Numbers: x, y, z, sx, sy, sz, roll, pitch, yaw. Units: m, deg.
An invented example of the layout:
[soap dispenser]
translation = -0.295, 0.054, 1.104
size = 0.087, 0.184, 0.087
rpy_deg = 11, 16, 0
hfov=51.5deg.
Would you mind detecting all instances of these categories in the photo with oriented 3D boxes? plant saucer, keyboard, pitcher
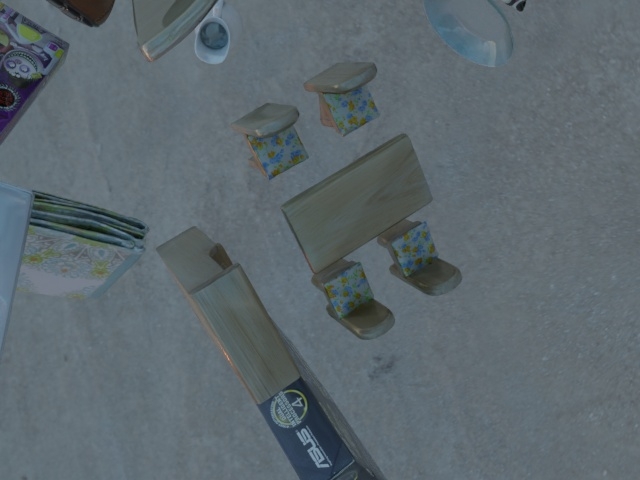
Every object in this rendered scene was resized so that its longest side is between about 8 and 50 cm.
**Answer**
[plant saucer]
translation = 0.266, -0.387, 1.159
size = 0.195, 0.195, 0.037
rpy_deg = 35, 80, 27
[keyboard]
translation = -0.309, 0.045, 0.586
size = 0.014, 0.072, 0.256
rpy_deg = -98, 30, -50
[pitcher]
translation = -0.258, -0.563, 1.690
size = 0.125, 0.207, 0.178
rpy_deg = 13, 119, -9

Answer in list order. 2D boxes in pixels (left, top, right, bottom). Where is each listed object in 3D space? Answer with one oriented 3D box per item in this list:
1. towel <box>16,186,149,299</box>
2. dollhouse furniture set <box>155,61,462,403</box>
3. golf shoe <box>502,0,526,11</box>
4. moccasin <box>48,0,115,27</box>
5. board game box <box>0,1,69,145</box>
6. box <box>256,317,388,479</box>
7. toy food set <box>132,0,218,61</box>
[towel]
translation = -0.593, 0.022, 1.469
size = 0.374, 0.320, 0.090
rpy_deg = -35, 50, 43
[dollhouse furniture set]
translation = 0.000, 0.000, 0.927
size = 0.362, 0.394, 0.256
rpy_deg = 64, 165, -23
[golf shoe]
translation = 0.324, -0.387, 0.916
size = 0.186, 0.086, 0.067
rpy_deg = -17, 42, 53
[moccasin]
translation = -0.464, -0.487, 1.058
size = 0.139, 0.380, 0.147
rpy_deg = 29, 92, 32
[board game box]
translation = -0.501, -0.248, 0.763
size = 0.056, 0.347, 0.208
rpy_deg = -34, 31, 56
[box]
translation = -0.037, 0.288, 1.180
size = 0.097, 0.318, 0.395
rpy_deg = -35, 57, -5
[toy food set]
translation = -0.134, -0.260, 0.302
size = 0.092, 0.306, 0.220
rpy_deg = -22, 36, -2
